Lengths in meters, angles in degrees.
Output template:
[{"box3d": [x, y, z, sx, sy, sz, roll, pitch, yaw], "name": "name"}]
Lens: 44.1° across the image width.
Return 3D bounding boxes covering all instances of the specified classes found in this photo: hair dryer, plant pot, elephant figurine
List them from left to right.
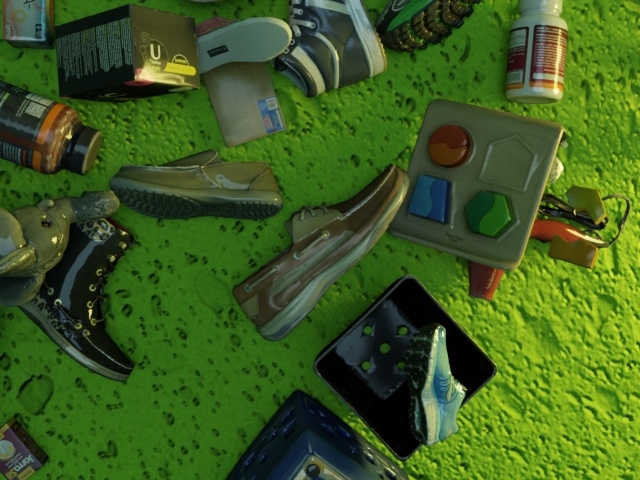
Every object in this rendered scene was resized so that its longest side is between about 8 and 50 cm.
[{"box3d": [-0.421, 0.005, 1.053, 0.240, 0.169, 0.185, 15, 104, 5], "name": "elephant figurine"}, {"box3d": [-0.007, 0.388, 1.125, 0.236, 0.212, 0.236, 38, 87, -5], "name": "plant pot"}, {"box3d": [0.108, 0.172, 1.152, 0.188, 0.167, 0.187, -43, 95, -4], "name": "plant pot"}, {"box3d": [0.331, -0.020, 1.211, 0.293, 0.080, 0.223, -41, 96, -3], "name": "hair dryer"}]

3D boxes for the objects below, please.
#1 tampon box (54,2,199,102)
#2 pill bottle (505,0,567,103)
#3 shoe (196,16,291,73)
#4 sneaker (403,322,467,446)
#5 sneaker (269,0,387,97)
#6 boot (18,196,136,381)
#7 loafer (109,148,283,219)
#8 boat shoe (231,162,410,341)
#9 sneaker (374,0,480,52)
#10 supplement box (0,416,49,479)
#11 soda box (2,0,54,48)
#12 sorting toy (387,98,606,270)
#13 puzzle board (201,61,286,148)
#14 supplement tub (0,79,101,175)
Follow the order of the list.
[{"box3d": [-0.266, -0.252, 1.088, 0.161, 0.120, 0.101, -1, 94, 36], "name": "tampon box"}, {"box3d": [0.329, -0.288, 1.199, 0.086, 0.086, 0.151, 4, 92, -6], "name": "pill bottle"}, {"box3d": [-0.119, -0.293, 1.128, 0.178, 0.081, 0.063, -10, 129, 22], "name": "shoe"}, {"box3d": [0.157, 0.188, 1.053, 0.073, 0.063, 0.162, -4, 97, -23], "name": "sneaker"}, {"box3d": [-0.027, -0.347, 1.156, 0.153, 0.099, 0.282, -27, 97, -6], "name": "sneaker"}, {"box3d": [-0.322, 0.071, 1.141, 0.236, 0.085, 0.178, 42, 88, 2], "name": "boot"}, {"box3d": [-0.181, -0.084, 1.163, 0.251, 0.094, 0.087, 5, 67, -15], "name": "loafer"}, {"box3d": [0.000, 0.000, 1.161, 0.116, 0.123, 0.324, 43, 86, -3], "name": "boat shoe"}, {"box3d": [0.193, -0.429, 1.177, 0.146, 0.134, 0.343, 39, 91, 17], "name": "sneaker"}, {"box3d": [-0.451, 0.312, 1.161, 0.055, 0.043, 0.083, -40, 96, -5], "name": "supplement box"}, {"box3d": [-0.418, -0.372, 1.135, 0.063, 0.058, 0.183, 1, 93, -6], "name": "soda box"}, {"box3d": [0.261, -0.076, 1.141, 0.307, 0.041, 0.228, 18, 88, 30], "name": "sorting toy"}, {"box3d": [-0.116, -0.214, 1.195, 0.097, 0.011, 0.128, -18, 94, -6], "name": "puzzle board"}, {"box3d": [-0.417, -0.158, 1.119, 0.198, 0.106, 0.106, 21, 90, -6], "name": "supplement tub"}]
